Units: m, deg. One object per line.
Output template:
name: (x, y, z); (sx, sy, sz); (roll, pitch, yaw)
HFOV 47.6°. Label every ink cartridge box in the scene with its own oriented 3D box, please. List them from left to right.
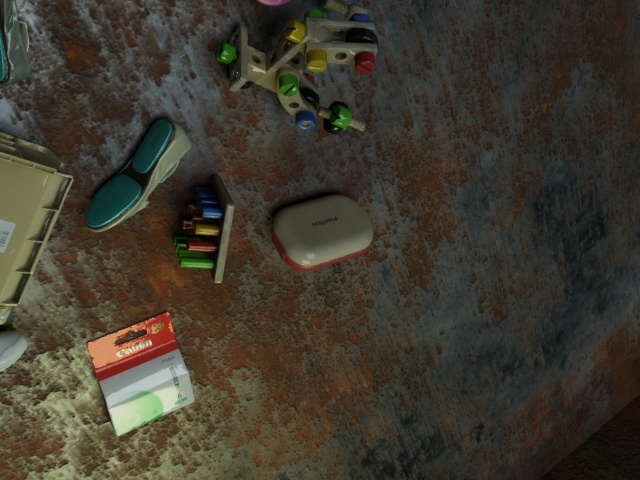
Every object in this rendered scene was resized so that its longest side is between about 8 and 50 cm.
ink cartridge box: (-0.370, 0.280, 1.516); (0.181, 0.056, 0.224); (-21, 127, -24)

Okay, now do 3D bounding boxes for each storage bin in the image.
storage bin: (-0.570, -0.047, 1.145); (0.260, 0.123, 0.262); (18, 103, -41)

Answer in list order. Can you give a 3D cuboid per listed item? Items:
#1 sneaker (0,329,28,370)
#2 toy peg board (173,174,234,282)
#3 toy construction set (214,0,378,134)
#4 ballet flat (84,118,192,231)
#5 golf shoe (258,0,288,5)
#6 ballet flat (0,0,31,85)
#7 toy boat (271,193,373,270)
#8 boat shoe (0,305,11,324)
sneaker: (-0.629, 0.179, 1.255); (0.232, 0.090, 0.115); (-10, 117, -32)
toy peg board: (-0.227, -0.026, 1.379); (0.079, 0.161, 0.160); (4, 114, -20)
toy construction set: (-0.044, -0.362, 1.294); (0.237, 0.257, 0.308); (17, 84, -27)
ballet flat: (-0.323, -0.107, 1.318); (0.248, 0.086, 0.086); (-51, 132, -2)
golf shoe: (-0.063, -0.552, 1.199); (0.115, 0.140, 0.306); (13, 112, -28)
ballet flat: (-0.477, -0.342, 1.091); (0.068, 0.072, 0.213); (-36, 137, -50)
toy boat: (0.000, 0.000, 1.579); (0.231, 0.151, 0.151); (-16, 153, -26)
boat shoe: (-0.602, 0.107, 1.261); (0.135, 0.050, 0.045); (27, 94, -51)
